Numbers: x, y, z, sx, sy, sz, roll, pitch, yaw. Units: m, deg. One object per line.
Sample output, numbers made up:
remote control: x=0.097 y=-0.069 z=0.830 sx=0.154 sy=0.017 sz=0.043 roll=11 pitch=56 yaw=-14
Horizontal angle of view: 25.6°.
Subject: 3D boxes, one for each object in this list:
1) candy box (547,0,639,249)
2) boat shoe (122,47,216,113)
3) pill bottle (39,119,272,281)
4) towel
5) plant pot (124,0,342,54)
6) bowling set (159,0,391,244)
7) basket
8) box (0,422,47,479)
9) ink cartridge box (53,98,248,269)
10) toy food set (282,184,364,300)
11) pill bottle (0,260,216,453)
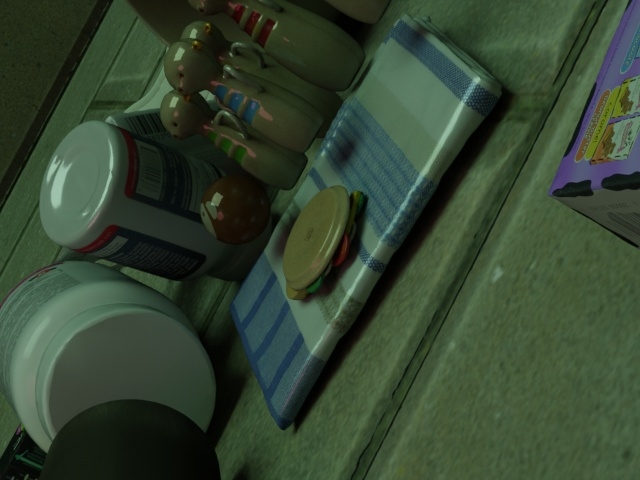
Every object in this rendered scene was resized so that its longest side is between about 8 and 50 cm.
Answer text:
candy box: x=0.200 y=-0.083 z=0.590 sx=0.164 sy=0.070 sz=0.196 roll=-65 pitch=18 yaw=-12
boat shoe: x=-0.144 y=-0.147 z=1.596 sx=0.099 sy=0.116 sz=0.319 roll=-12 pitch=-42 yaw=-54
pill bottle: x=-0.133 y=-0.024 z=1.182 sx=0.108 sy=0.180 sz=0.108 roll=-20 pitch=60 yaw=41
towel: x=0.026 y=-0.023 z=1.023 sx=0.285 sy=0.034 sz=0.209 roll=-59 pitch=21 yaw=12
plant pot: x=-0.038 y=-0.322 z=1.340 sx=0.274 sy=0.256 sz=0.256 roll=-50 pitch=13 yaw=-22
bowling set: x=-0.069 y=-0.115 z=1.074 sx=0.200 sy=0.154 sz=0.287 roll=-59 pitch=-1 yaw=-23
basket: x=-0.130 y=0.214 z=0.922 sx=0.204 sy=0.154 sz=0.227 roll=-58 pitch=15 yaw=20
box: x=-0.305 y=0.228 z=1.498 sx=0.083 sy=0.052 sz=0.062 roll=-60 pitch=17 yaw=6
ink cartridge box: x=-0.166 y=-0.048 z=1.350 sx=0.232 sy=0.189 sz=0.066 roll=-39 pitch=74 yaw=44
toy food set: x=0.000 y=0.000 z=0.982 sx=0.082 sy=0.020 sz=0.083 roll=-25 pitch=43 yaw=59
pill bottle: x=-0.189 y=0.107 z=1.198 sx=0.160 sy=0.160 sz=0.283 roll=-63 pitch=18 yaw=-5
